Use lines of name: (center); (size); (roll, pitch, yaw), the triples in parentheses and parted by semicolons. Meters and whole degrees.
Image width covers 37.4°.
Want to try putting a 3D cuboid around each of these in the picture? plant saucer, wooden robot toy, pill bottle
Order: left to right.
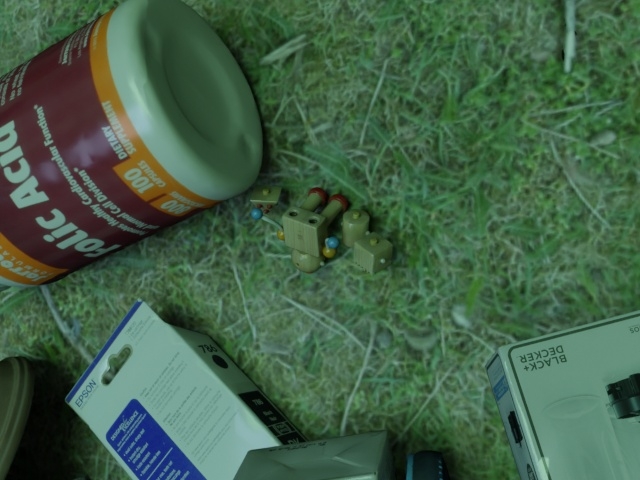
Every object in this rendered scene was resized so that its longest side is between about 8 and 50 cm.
plant saucer: (-0.415, 0.255, 1.080); (0.278, 0.041, 0.277); (-40, 33, 33)
pill bottle: (-0.279, -0.081, 1.017); (0.392, 0.224, 0.224); (-23, 78, 24)
wooden robot toy: (0.000, 0.000, 0.978); (0.173, 0.076, 0.079); (21, 133, 25)

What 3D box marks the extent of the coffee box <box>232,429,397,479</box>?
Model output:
coffee box: (0.016, 0.315, 0.871); (0.141, 0.098, 0.246); (-11, 101, 11)

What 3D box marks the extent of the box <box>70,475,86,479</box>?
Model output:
box: (-0.336, 0.413, 1.060); (0.142, 0.163, 0.247); (44, 106, 19)

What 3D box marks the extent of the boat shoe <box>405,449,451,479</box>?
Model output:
boat shoe: (0.137, 0.314, 0.877); (0.089, 0.109, 0.258); (-10, 101, 15)

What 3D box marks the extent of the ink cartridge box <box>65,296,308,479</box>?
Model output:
ink cartridge box: (-0.119, 0.226, 1.016); (0.333, 0.065, 0.165); (44, 107, 20)

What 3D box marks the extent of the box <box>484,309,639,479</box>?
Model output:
box: (0.256, 0.210, 0.758); (0.169, 0.087, 0.289); (-15, 71, -5)
